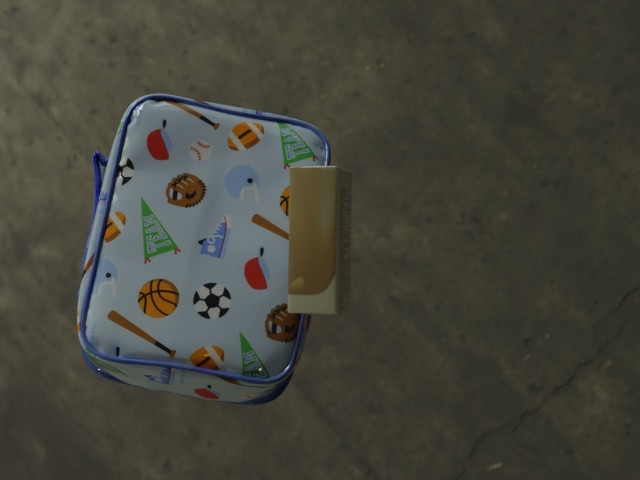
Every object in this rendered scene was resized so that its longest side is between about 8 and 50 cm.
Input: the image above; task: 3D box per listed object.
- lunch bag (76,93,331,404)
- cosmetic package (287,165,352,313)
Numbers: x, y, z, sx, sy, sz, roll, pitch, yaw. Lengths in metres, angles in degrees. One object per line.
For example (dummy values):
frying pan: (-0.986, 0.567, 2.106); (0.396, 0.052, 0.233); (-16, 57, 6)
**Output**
lunch bag: (-0.119, 0.002, 1.133); (0.243, 0.303, 0.115); (9, 160, -1)
cosmetic package: (0.000, 0.000, 0.894); (0.041, 0.060, 0.115); (0, 88, 12)
